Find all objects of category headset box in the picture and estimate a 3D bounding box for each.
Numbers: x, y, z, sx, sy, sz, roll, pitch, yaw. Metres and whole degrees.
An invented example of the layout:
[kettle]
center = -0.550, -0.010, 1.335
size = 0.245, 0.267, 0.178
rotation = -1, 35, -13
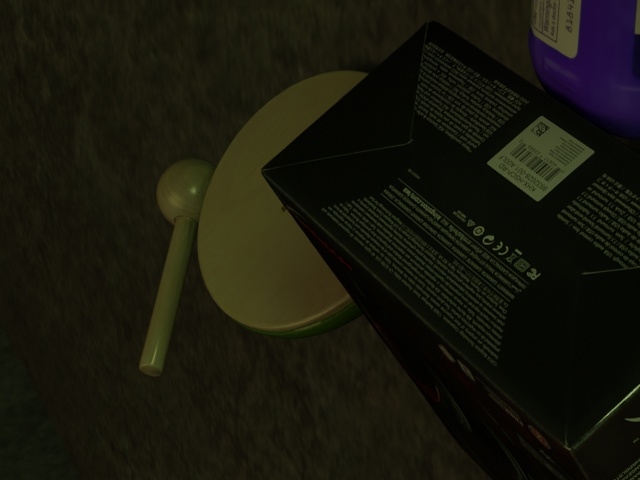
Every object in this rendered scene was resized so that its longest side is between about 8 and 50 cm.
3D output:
[headset box]
center = 0.126, 0.069, 0.658
size = 0.218, 0.110, 0.293
rotation = 43, 172, 44

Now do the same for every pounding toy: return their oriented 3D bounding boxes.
[pounding toy]
center = 0.000, 0.000, 0.963
size = 0.236, 0.110, 0.183
rotation = -21, 55, 32

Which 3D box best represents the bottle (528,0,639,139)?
[bottle]
center = 0.140, -0.179, 0.527
size = 0.092, 0.118, 0.283
rotation = 43, 146, 45
